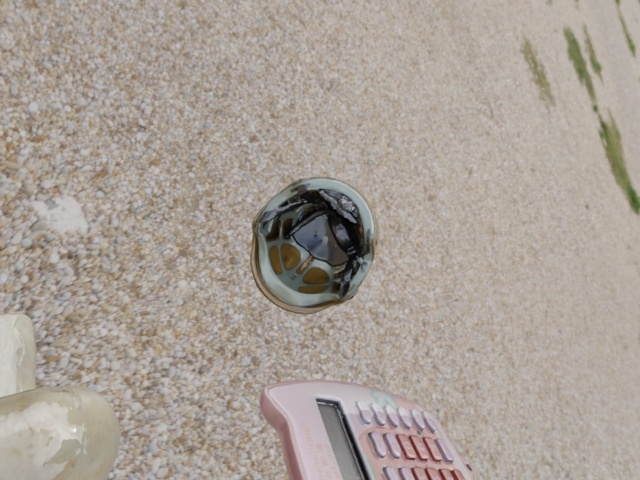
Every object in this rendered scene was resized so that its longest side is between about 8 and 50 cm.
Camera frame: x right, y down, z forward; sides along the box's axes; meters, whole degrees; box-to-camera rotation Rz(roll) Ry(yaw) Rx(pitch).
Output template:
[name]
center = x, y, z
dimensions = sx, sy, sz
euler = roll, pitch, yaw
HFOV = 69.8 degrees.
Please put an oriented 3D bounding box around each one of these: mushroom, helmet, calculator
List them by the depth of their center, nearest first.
[calculator]
center = 0.078, 0.267, 0.530
dimensions = 0.329, 0.048, 0.220
euler = 21, 27, -35
[mushroom]
center = -0.421, 0.238, 0.561
dimensions = 0.292, 0.292, 0.290
euler = -12, 66, -47
[helmet]
center = 0.000, 0.000, 0.738
dimensions = 0.198, 0.224, 0.130
euler = 40, 25, 8

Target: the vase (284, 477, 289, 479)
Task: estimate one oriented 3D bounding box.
[vase]
center = -0.022, 0.479, 0.542
dimensions = 0.240, 0.329, 0.302
euler = 36, 24, -15
